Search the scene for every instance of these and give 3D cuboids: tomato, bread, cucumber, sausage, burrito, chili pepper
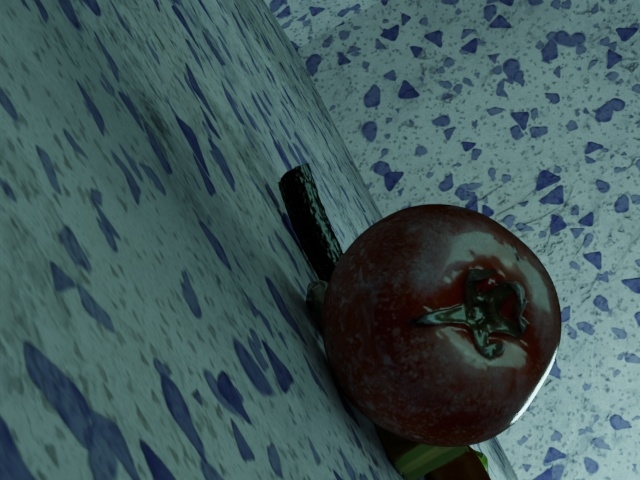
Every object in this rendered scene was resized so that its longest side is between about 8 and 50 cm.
[{"bbox_3d":[0.126,0.094,1.432,0.270,0.270,0.227,61,-29,-4],"label":"tomato"},{"bbox_3d":[0.109,0.209,1.552,0.074,0.084,0.139,53,9,-46],"label":"bread"},{"bbox_3d":[0.000,0.000,1.742,0.052,0.058,0.215,-27,-95,53],"label":"cucumber"},{"bbox_3d":[0.199,0.349,1.659,0.089,0.083,0.300,43,13,-30],"label":"sausage"},{"bbox_3d":[0.029,0.108,1.546,0.058,0.045,0.188,45,-4,47],"label":"burrito"},{"bbox_3d":[0.272,0.396,2.251,0.201,0.050,0.052,35,63,-80],"label":"chili pepper"}]
